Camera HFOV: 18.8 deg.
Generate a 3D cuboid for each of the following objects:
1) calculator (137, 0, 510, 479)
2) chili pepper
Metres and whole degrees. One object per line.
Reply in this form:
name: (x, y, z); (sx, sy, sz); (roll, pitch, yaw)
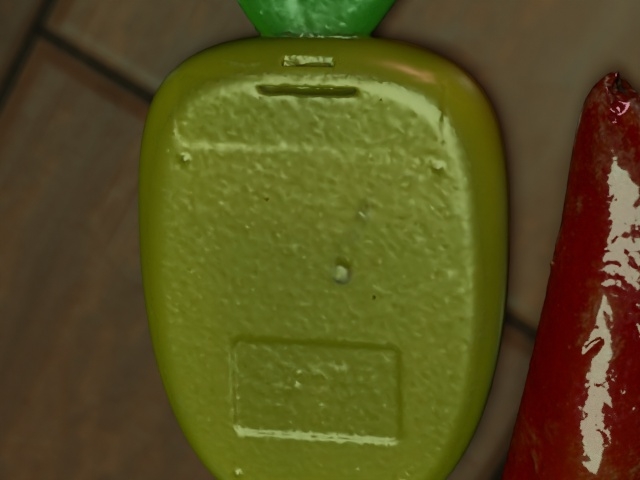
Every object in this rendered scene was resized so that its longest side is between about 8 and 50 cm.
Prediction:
calculator: (0.000, 0.000, 0.745); (0.146, 0.032, 0.235); (1, 106, 13)
chili pepper: (0.102, 0.074, 0.727); (0.071, 0.063, 0.272); (8, 104, -2)
